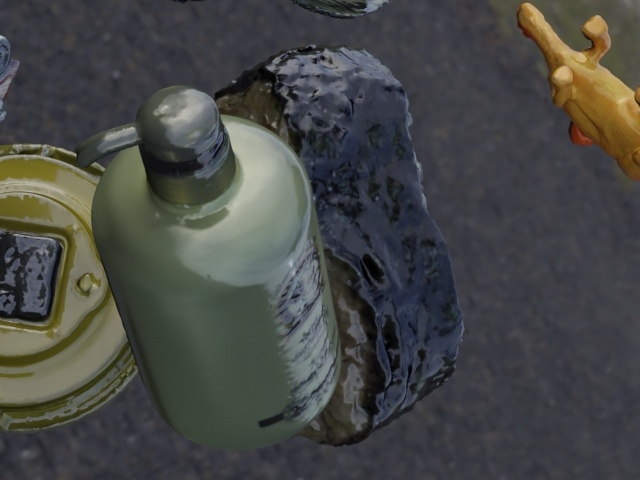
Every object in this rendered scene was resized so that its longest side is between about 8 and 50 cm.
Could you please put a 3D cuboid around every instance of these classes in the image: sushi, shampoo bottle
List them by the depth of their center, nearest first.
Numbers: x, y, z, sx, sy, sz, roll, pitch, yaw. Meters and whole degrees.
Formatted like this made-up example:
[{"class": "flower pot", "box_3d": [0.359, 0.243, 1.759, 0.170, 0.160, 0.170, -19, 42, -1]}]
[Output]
[{"class": "shampoo bottle", "box_3d": [-0.038, 0.005, 0.676, 0.162, 0.079, 0.079, 80, 1, -53]}, {"class": "sushi", "box_3d": [0.000, 0.000, 1.687, 0.171, 0.211, 0.350, -19, 105, -31]}]

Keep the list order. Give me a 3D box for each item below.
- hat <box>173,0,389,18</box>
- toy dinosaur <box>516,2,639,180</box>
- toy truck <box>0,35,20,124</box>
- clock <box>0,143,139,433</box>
[{"class": "hat", "box_3d": [-0.076, -0.231, 1.241, 0.265, 0.128, 0.265, 33, 43, -37]}, {"class": "toy dinosaur", "box_3d": [0.252, -0.081, 1.496, 0.288, 0.070, 0.117, 48, -3, 16]}, {"class": "toy truck", "box_3d": [-0.385, -0.149, 1.704, 0.114, 0.135, 0.270, 24, 6, 20]}, {"class": "clock", "box_3d": [-0.236, 0.033, 1.472, 0.057, 0.237, 0.237, 86, -18, -78]}]
